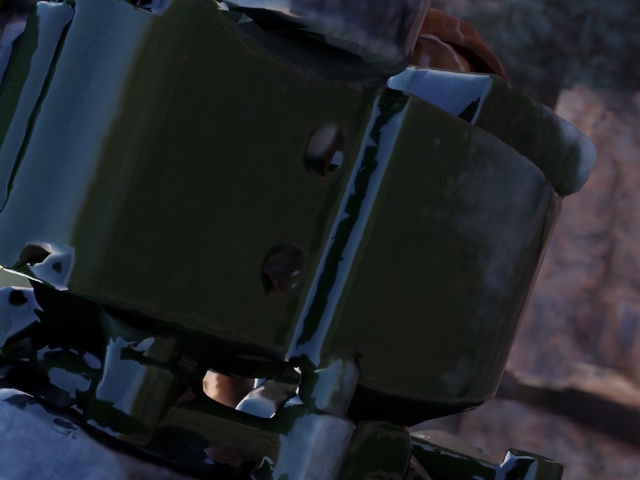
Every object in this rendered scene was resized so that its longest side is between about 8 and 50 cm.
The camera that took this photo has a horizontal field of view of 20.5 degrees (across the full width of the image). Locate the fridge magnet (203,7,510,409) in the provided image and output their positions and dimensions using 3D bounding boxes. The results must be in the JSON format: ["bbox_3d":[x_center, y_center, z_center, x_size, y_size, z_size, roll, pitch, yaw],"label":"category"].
[{"bbox_3d":[0.000,0.000,1.238,0.155,0.364,0.363,45,129,33],"label":"fridge magnet"}]

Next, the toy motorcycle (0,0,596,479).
[{"bbox_3d":[-0.005,0.015,0.496,0.127,0.275,0.205,16,87,42],"label":"toy motorcycle"}]

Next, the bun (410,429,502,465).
[{"bbox_3d":[0.089,0.263,1.357,0.141,0.239,0.239,1,77,40],"label":"bun"}]
